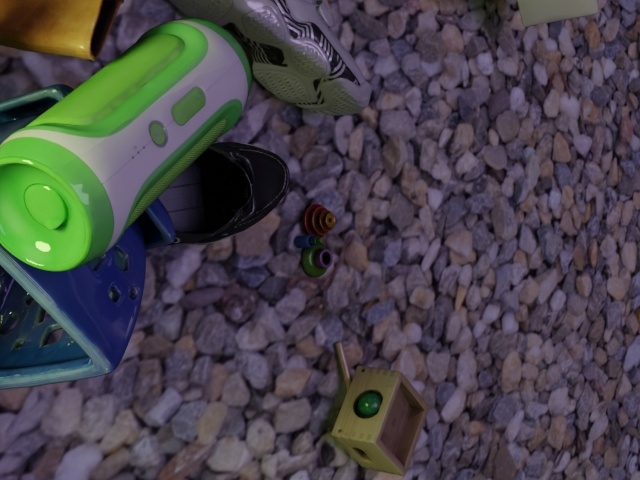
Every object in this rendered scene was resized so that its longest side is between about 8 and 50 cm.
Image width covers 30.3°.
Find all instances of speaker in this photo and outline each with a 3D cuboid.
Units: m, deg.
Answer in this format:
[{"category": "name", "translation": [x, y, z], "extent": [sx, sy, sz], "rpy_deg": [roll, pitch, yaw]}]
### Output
[{"category": "speaker", "translation": [-0.172, -0.094, 1.053], "extent": [0.131, 0.131, 0.296], "rpy_deg": [65, 34, -22]}]

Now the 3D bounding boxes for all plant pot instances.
[{"category": "plant pot", "translation": [-0.299, -0.009, 1.152], "extent": [0.236, 0.236, 0.212], "rpy_deg": [55, 43, -29]}]

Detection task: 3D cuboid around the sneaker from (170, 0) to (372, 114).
[{"category": "sneaker", "translation": [-0.040, -0.326, 1.522], "extent": [0.366, 0.137, 0.210], "rpy_deg": [37, 64, -37]}]

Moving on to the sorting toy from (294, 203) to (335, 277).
[{"category": "sorting toy", "translation": [0.000, 0.000, 1.616], "extent": [0.061, 0.042, 0.101], "rpy_deg": [-7, 93, -48]}]

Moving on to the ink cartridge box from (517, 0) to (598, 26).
[{"category": "ink cartridge box", "translation": [0.359, -0.534, 1.891], "extent": [0.226, 0.131, 0.306], "rpy_deg": [56, 32, -57]}]

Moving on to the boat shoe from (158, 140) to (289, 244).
[{"category": "boat shoe", "translation": [-0.136, -0.058, 1.416], "extent": [0.340, 0.113, 0.127], "rpy_deg": [-7, 92, -48]}]

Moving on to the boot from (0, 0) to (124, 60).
[{"category": "boot", "translation": [-0.321, -0.180, 1.094], "extent": [0.096, 0.281, 0.264], "rpy_deg": [72, 33, -51]}]

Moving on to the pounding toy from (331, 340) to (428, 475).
[{"category": "pounding toy", "translation": [0.070, 0.234, 1.654], "extent": [0.141, 0.100, 0.130], "rpy_deg": [52, 52, -46]}]
